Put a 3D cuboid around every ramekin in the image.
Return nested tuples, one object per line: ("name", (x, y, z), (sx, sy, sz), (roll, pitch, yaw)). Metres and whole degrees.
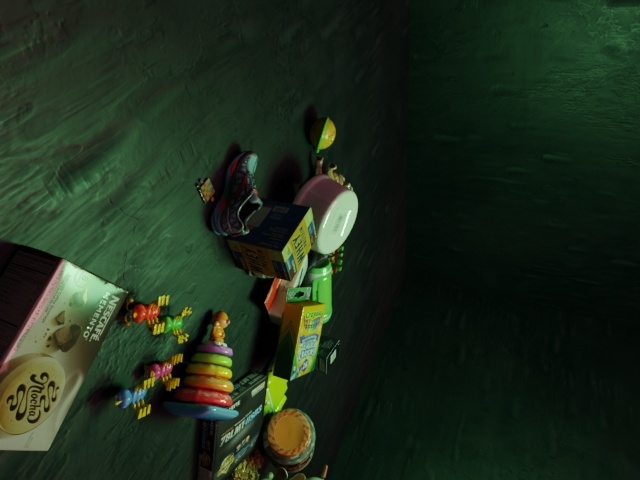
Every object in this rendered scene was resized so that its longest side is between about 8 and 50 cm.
("ramekin", (0.016, -0.086, 1.555), (0.277, 0.135, 0.277), (-42, 147, -36))

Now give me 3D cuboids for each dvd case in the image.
("dvd case", (0.000, 0.000, 1.785), (0.164, 0.018, 0.221), (-41, -147, 54))

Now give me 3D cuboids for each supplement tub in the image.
("supplement tub", (-0.124, 0.802, 1.742), (0.338, 0.207, 0.207), (92, 20, -55))

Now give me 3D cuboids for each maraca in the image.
("maraca", (0.006, -0.409, 1.686), (0.185, 0.099, 0.127), (139, -29, -83))

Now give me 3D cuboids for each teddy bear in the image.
("teddy bear", (-0.309, 0.902, 1.587), (0.338, 0.113, 0.245), (-55, 157, -60))

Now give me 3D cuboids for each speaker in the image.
("speaker", (-0.011, 0.222, 1.918), (0.131, 0.131, 0.297), (-47, 143, -53))

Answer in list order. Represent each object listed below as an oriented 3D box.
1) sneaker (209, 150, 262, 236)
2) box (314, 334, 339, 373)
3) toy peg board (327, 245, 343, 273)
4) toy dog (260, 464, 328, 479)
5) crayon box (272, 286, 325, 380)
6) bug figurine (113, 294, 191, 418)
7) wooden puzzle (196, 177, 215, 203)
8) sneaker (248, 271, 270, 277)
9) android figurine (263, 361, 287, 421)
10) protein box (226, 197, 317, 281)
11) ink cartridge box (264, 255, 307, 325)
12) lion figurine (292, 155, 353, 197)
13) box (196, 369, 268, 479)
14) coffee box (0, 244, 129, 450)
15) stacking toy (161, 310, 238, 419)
("sneaker", (-0.211, -0.130, 1.241), (0.104, 0.125, 0.262), (41, 63, -66))
("box", (-0.011, 0.521, 2.023), (0.156, 0.158, 0.093), (-38, 134, -58))
("toy peg board", (0.047, 0.092, 2.059), (0.160, 0.079, 0.161), (-31, 129, -62))
("toy dog", (-0.086, 0.915, 1.636), (0.220, 0.333, 0.161), (73, 26, -58))
("crayon box", (-0.072, 0.344, 1.644), (0.203, 0.083, 0.323), (10, 90, -65))
("bug figurine", (-0.403, 0.265, 1.042), (0.216, 0.072, 0.279), (26, 72, -74))
("wooden puzzle", (-0.307, -0.134, 1.165), (0.083, 0.006, 0.049), (77, 33, -47))
("sneaker", (-0.158, 0.055, 1.512), (0.235, 0.094, 0.090), (-57, 148, -49))
("android figurine", (-0.197, 0.615, 1.756), (0.273, 0.056, 0.248), (-56, 150, -47))
("protein box", (-0.147, -0.008, 1.362), (0.136, 0.199, 0.201), (78, 32, -45))
("ink cartridge box", (-0.121, 0.160, 1.633), (0.239, 0.060, 0.275), (92, 18, -65))
("lion figurine", (-0.018, -0.170, 1.733), (0.392, 0.142, 0.240), (-45, 151, -32))
("box", (-0.297, 0.641, 1.492), (0.295, 0.073, 0.294), (-15, 116, -64))
("coffee box", (-0.485, 0.180, 0.732), (0.168, 0.118, 0.297), (58, 48, -59))
("stacking toy", (-0.314, 0.350, 1.245), (0.166, 0.175, 0.302), (50, 41, -57))
